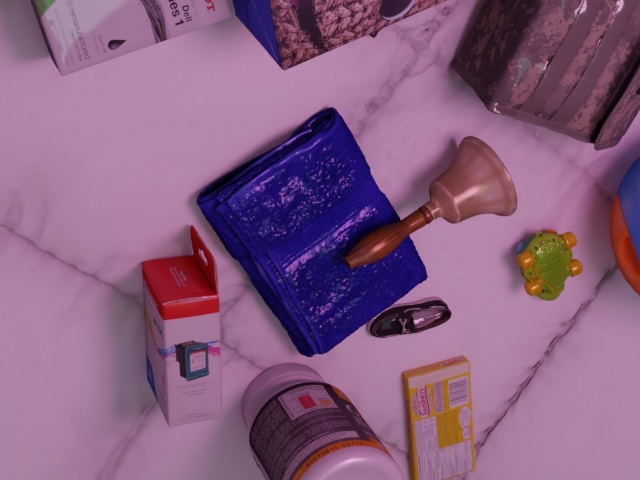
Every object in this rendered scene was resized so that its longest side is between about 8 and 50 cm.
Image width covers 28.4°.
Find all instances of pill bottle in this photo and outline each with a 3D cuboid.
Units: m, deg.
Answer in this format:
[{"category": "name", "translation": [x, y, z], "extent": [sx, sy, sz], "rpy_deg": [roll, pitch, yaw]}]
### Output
[{"category": "pill bottle", "translation": [-0.006, 0.289, 1.737], "extent": [0.162, 0.278, 0.162], "rpy_deg": [-9, 116, -18]}]

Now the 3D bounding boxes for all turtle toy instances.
[{"category": "turtle toy", "translation": [0.336, 0.038, 1.885], "extent": [0.095, 0.066, 0.130], "rpy_deg": [-24, 120, -9]}]

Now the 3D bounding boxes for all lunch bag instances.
[{"category": "lunch bag", "translation": [0.362, -0.261, 1.696], "extent": [0.287, 0.169, 0.235], "rpy_deg": [14, 117, -28]}]

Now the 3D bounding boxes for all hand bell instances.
[{"category": "hand bell", "translation": [0.134, -0.031, 1.719], "extent": [0.242, 0.126, 0.126], "rpy_deg": [-30, 121, -16]}]

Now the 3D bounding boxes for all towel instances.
[{"category": "towel", "translation": [0.000, 0.000, 1.727], "extent": [0.227, 0.076, 0.308], "rpy_deg": [-34, 121, -4]}]

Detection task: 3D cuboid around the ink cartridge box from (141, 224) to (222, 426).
[{"category": "ink cartridge box", "translation": [-0.184, 0.110, 1.669], "extent": [0.078, 0.134, 0.231], "rpy_deg": [-8, 115, -18]}]

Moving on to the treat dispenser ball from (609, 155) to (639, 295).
[{"category": "treat dispenser ball", "translation": [0.564, -0.021, 1.821], "extent": [0.288, 0.288, 0.288], "rpy_deg": [-9, 116, -18]}]

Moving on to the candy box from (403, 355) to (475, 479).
[{"category": "candy box", "translation": [0.185, 0.283, 1.958], "extent": [0.105, 0.027, 0.206], "rpy_deg": [-12, 117, -14]}]

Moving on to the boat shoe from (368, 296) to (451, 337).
[{"category": "boat shoe", "translation": [0.132, 0.118, 1.855], "extent": [0.125, 0.038, 0.046], "rpy_deg": [-13, 117, -16]}]

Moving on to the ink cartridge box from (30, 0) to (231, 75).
[{"category": "ink cartridge box", "translation": [-0.232, -0.310, 1.483], "extent": [0.219, 0.092, 0.160], "rpy_deg": [-22, 120, -11]}]

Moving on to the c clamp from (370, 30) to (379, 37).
[{"category": "c clamp", "translation": [0.027, -0.306, 1.634], "extent": [0.160, 0.022, 0.137], "rpy_deg": [5, 105, -23]}]

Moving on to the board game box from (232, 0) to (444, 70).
[{"category": "board game box", "translation": [0.037, -0.374, 1.478], "extent": [0.291, 0.141, 0.232], "rpy_deg": [-26, 139, -14]}]
